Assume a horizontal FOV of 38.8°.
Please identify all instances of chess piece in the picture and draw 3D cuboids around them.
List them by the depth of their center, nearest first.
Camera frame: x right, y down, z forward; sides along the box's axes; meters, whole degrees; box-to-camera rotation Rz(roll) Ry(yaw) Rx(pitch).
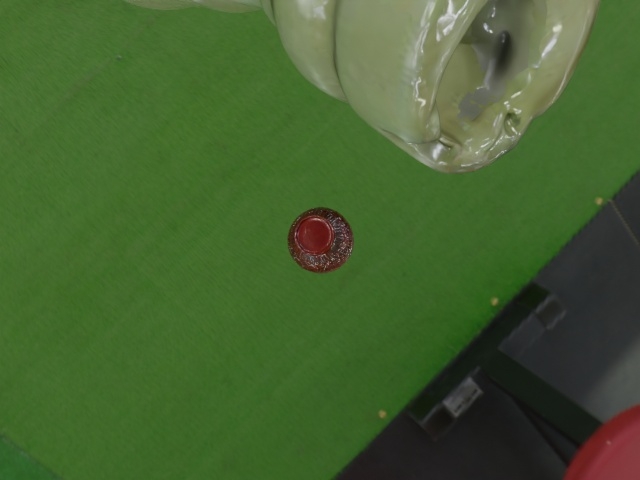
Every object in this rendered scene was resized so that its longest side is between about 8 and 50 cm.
[{"bbox_3d":[-0.027,-0.228,0.643,0.234,0.442,0.234,-29,140,-28],"label":"chess piece"}]

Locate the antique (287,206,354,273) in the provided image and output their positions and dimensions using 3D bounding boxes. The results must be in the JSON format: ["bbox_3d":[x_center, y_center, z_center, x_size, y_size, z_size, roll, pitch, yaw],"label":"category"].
[{"bbox_3d":[0.000,0.000,1.346,0.104,0.104,0.104,-8,110,-23],"label":"antique"}]
